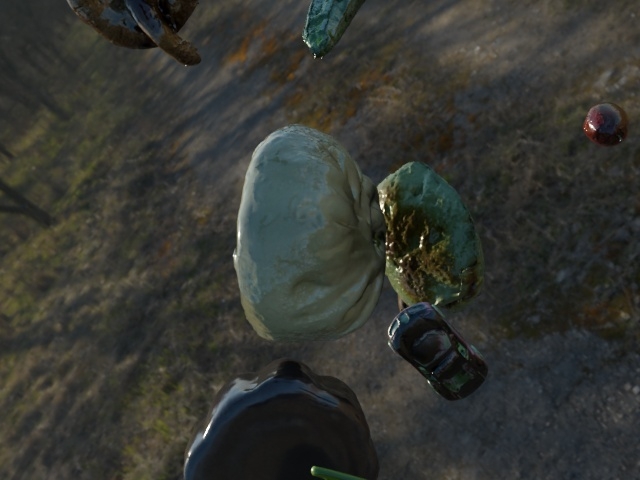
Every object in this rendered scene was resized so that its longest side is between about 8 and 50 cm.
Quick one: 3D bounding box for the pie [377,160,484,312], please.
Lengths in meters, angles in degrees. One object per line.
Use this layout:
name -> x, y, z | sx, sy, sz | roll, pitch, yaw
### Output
pie -> 0.184, 0.006, 1.359 | 0.105, 0.275, 0.257 | -21, -12, -36

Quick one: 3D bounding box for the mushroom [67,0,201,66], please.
mushroom -> -0.171, -0.241, 0.740 | 0.135, 0.171, 0.080 | -27, 15, 28

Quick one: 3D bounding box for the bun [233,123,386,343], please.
bun -> 0.000, 0.000, 1.240 | 0.210, 0.360, 0.360 | 1, 45, 14

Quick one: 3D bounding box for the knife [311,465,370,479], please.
knife -> 0.078, 0.276, 0.836 | 0.022, 0.184, 0.026 | 88, -162, -61

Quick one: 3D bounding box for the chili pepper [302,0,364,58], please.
chili pepper -> 0.030, -0.302, 0.959 | 0.088, 0.059, 0.227 | -14, 42, 39

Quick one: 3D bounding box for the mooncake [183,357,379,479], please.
mooncake -> -0.065, 0.336, 1.219 | 0.306, 0.306, 0.154 | -49, 12, 5

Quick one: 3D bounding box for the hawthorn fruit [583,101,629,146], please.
hawthorn fruit -> 0.469, -0.188, 1.256 | 0.077, 0.077, 0.077 | -40, 26, 24

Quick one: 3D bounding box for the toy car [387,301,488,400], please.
toy car -> 0.133, 0.128, 0.858 | 0.069, 0.142, 0.055 | -41, 30, 7
